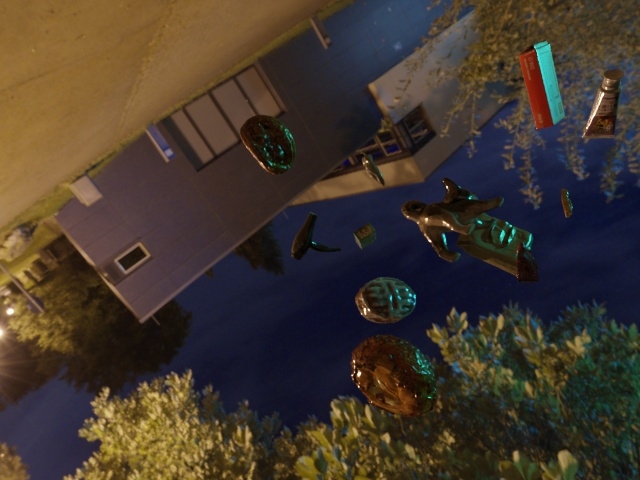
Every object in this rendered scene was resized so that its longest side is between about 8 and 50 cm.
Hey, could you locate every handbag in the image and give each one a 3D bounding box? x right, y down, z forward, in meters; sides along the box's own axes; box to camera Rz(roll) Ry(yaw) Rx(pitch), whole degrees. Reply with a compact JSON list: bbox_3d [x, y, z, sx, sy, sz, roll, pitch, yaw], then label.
[{"bbox_3d":[0.779,0.011,1.946,0.253,0.316,0.109,-56,166,-35],"label":"handbag"}]

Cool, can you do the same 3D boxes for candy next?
[{"bbox_3d":[0.227,-0.020,2.220,0.097,0.062,0.194,-31,164,0],"label":"candy"},{"bbox_3d":[0.311,0.290,2.104,0.289,0.214,0.157,2,150,-22],"label":"candy"}]

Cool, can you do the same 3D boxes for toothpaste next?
[{"bbox_3d":[1.101,-0.510,1.691,0.114,0.299,0.073,2,-128,22],"label":"toothpaste"}]

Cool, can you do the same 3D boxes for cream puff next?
[{"bbox_3d":[0.271,0.481,1.600,0.350,0.350,0.228,-16,-156,44],"label":"cream puff"}]

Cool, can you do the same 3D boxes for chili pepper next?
[{"bbox_3d":[0.194,-0.267,1.636,0.041,0.153,0.050,-28,-178,3],"label":"chili pepper"}]

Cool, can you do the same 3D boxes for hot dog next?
[{"bbox_3d":[-0.184,-0.345,1.557,0.160,0.227,0.099,-48,-169,-15],"label":"hot dog"},{"bbox_3d":[0.845,-0.128,1.498,0.028,0.044,0.137,-10,-146,27],"label":"hot dog"}]

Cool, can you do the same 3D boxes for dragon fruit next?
[{"bbox_3d":[0.646,0.070,1.362,0.063,0.131,0.097,-1,-179,23],"label":"dragon fruit"}]

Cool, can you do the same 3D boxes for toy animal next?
[{"bbox_3d":[0.522,-0.123,1.769,0.302,0.194,0.344,37,-128,28],"label":"toy animal"}]

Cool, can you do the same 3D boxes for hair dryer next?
[{"bbox_3d":[0.000,0.000,1.757,0.075,0.219,0.195,42,-68,54],"label":"hair dryer"}]

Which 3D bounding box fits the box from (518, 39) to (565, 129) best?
[{"bbox_3d":[0.632,-0.442,1.243,0.050,0.229,0.123,-7,-162,46],"label":"box"}]
